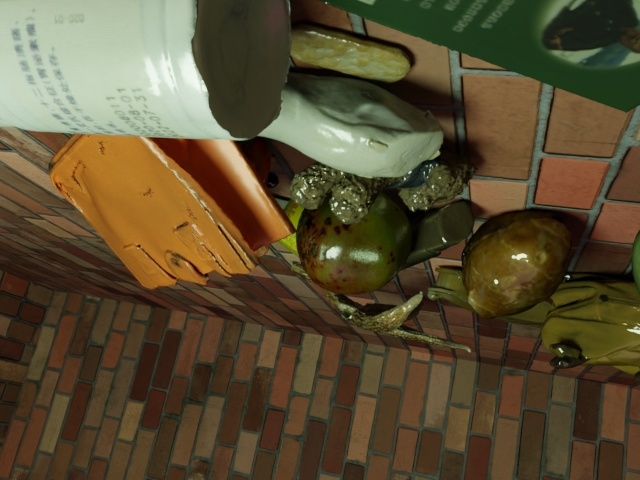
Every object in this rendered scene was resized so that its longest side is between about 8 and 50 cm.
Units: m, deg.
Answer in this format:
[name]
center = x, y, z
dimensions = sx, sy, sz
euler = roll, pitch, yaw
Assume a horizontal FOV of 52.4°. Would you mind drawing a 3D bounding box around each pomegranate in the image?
[pomegranate]
center = 0.066, -0.018, 1.067
dimensions = 0.198, 0.198, 0.246
euler = 18, 136, -21

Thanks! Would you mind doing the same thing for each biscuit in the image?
[biscuit]
center = 0.029, -0.206, 0.724
dimensions = 0.147, 0.018, 0.071
euler = 14, 164, -2

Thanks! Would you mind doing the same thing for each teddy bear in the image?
[teddy bear]
center = 0.097, -0.096, 0.871
dimensions = 0.251, 0.129, 0.182
euler = -7, -158, -34

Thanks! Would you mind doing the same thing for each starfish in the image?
[starfish]
center = 0.155, 0.163, 1.642
dimensions = 0.384, 0.132, 0.398
euler = 12, -179, -23

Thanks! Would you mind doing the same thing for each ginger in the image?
[ginger]
center = 0.321, 0.051, 1.147
dimensions = 0.165, 0.172, 0.321
euler = 51, 171, 9

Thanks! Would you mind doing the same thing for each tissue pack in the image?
[tissue pack]
center = 0.000, 0.000, 1.208
dimensions = 0.176, 0.095, 0.062
euler = 38, 169, -11

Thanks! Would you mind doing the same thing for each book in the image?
[book]
center = 0.177, -0.221, 0.531
dimensions = 0.371, 0.043, 0.260
euler = 16, 166, -11

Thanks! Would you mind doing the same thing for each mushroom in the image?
[mushroom]
center = -0.029, -0.151, 0.778
dimensions = 0.352, 0.109, 0.097
euler = 16, 149, 12

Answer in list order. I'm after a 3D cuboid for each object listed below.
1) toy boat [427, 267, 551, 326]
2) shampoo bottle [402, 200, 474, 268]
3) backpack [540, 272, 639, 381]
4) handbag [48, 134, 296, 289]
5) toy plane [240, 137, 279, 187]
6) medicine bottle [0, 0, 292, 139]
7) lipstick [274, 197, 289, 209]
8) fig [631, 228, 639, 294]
[toy boat]
center = 0.399, 0.136, 1.510
dimensions = 0.321, 0.089, 0.121
euler = 17, 172, -14
[shampoo bottle]
center = 0.167, 0.005, 1.217
dimensions = 0.126, 0.084, 0.350
euler = -13, 173, -22
[backpack]
center = 0.635, 0.178, 1.282
dimensions = 0.354, 0.201, 0.378
euler = 14, 168, -21
[handbag]
center = -0.252, -0.063, 1.013
dimensions = 0.410, 0.116, 0.303
euler = -12, 118, 54
[toy plane]
center = -0.123, -0.075, 1.051
dimensions = 0.077, 0.194, 0.126
euler = 28, -164, 22
[medicine bottle]
center = -0.213, -0.196, 0.624
dimensions = 0.332, 0.189, 0.190
euler = 6, 163, 20
[lipstick]
center = -0.166, -0.059, 1.259
dimensions = 0.372, 0.076, 0.080
euler = 14, 172, -8
[fig]
center = 0.538, 0.036, 0.934
dimensions = 0.191, 0.181, 0.181
euler = 43, 154, -17
